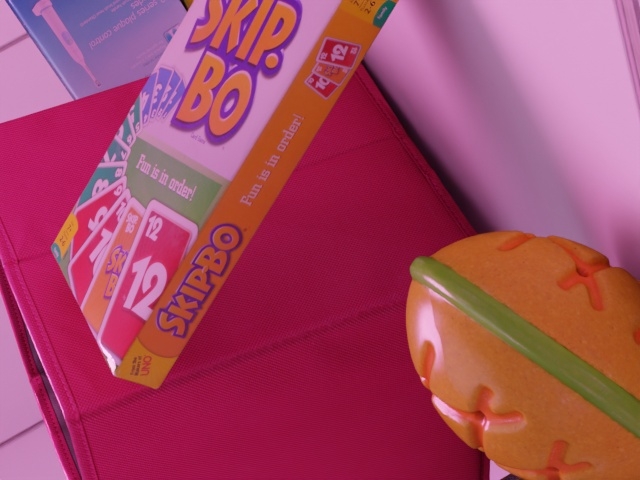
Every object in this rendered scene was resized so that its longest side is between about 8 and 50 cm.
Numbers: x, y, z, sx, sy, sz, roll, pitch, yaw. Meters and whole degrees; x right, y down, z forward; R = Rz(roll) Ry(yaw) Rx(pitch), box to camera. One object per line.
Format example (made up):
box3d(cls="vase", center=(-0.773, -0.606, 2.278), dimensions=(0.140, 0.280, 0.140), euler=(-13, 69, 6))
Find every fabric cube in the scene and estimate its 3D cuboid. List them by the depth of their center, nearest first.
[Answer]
box3d(cls="fabric cube", center=(-0.056, 0.058, 1.018), dimensions=(0.254, 0.258, 0.259), euler=(86, 160, -46))

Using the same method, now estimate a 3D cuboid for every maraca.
box3d(cls="maraca", center=(0.115, 0.063, 0.679), dimensions=(0.186, 0.099, 0.127), euler=(35, -177, -7))

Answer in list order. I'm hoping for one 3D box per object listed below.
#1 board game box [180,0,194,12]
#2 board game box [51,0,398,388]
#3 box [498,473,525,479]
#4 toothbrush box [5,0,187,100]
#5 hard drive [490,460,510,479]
box3d(cls="board game box", center=(-0.132, -0.258, 1.464), dimensions=(0.092, 0.043, 0.181), euler=(64, 173, -27))
box3d(cls="board game box", center=(-0.049, -0.064, 0.801), dimensions=(0.039, 0.259, 0.124), euler=(23, -161, -36))
box3d(cls="box", center=(0.197, 0.248, 1.022), dimensions=(0.232, 0.058, 0.087), euler=(60, 173, -2))
box3d(cls="toothbrush box", center=(-0.175, -0.166, 1.427), dimensions=(0.295, 0.126, 0.216), euler=(58, 175, -20))
box3d(cls="hard drive", center=(0.145, 0.184, 1.244), dimensions=(0.203, 0.040, 0.307), euler=(53, 171, 50))
